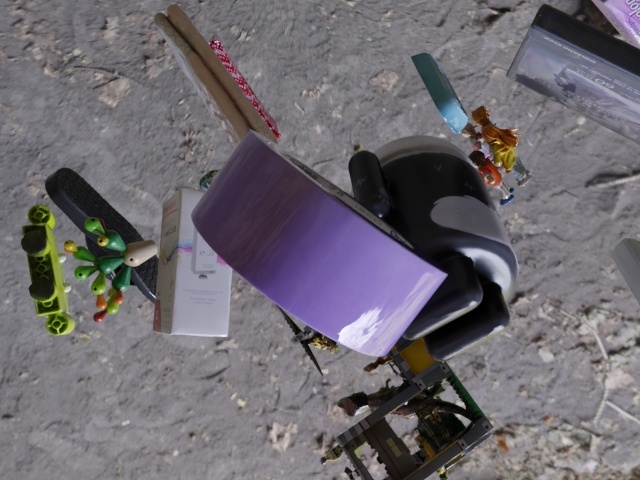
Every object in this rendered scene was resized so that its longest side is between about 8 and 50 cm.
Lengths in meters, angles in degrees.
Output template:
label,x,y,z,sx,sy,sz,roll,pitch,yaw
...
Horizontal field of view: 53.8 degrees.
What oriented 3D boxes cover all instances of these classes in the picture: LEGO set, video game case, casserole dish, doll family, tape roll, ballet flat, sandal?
label,x,y,z,sx,sy,sz,roll,pitch,yaw
LEGO set,0.062,0.210,0.847,0.192,0.255,0.331,-32,81,-9
video game case,0.290,-0.152,0.640,0.196,0.274,0.026,30,100,8
casserole dish,0.235,-0.291,1.223,0.037,0.188,0.114,-32,150,21
doll family,0.387,-0.212,1.392,0.118,0.263,0.163,-35,113,22
tape roll,0.000,0.000,0.493,0.189,0.189,0.080,35,97,-17
ballet flat,-0.215,-0.161,1.599,0.188,0.070,0.070,-21,119,-38
sandal,-0.567,0.004,1.680,0.107,0.167,0.446,-32,110,15

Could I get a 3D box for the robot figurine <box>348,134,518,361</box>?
label,x,y,z,sx,sy,sz,roll,pitch,yaw
robot figurine,0.124,0.000,0.743,0.173,0.278,0.209,-5,135,-3

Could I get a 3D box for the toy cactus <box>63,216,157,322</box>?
label,x,y,z,sx,sy,sz,roll,pitch,yaw
toy cactus,-0.429,0.045,1.313,0.180,0.112,0.219,-25,111,-40

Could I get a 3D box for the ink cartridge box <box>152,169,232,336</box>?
label,x,y,z,sx,sy,sz,roll,pitch,yaw
ink cartridge box,-0.146,0.009,0.730,0.067,0.115,0.198,7,81,-23

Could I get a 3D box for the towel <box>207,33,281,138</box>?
label,x,y,z,sx,sy,sz,roll,pitch,yaw
towel,-0.185,-0.377,1.548,0.031,0.199,0.275,-31,112,5

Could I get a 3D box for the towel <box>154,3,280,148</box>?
label,x,y,z,sx,sy,sz,roll,pitch,yaw
towel,-0.138,-0.188,1.060,0.053,0.332,0.317,-34,73,-4

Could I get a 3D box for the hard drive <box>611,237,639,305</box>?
label,x,y,z,sx,sy,sz,roll,pitch,yaw
hard drive,0.477,0.123,0.729,0.203,0.307,0.040,21,121,-7

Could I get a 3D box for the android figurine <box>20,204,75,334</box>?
label,x,y,z,sx,sy,sz,roll,pitch,yaw
android figurine,-0.522,0.061,1.215,0.056,0.273,0.248,-11,84,-17

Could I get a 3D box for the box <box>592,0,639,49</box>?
label,x,y,z,sx,sy,sz,roll,pitch,yaw
box,0.601,-0.435,1.041,0.213,0.117,0.243,32,118,-27
